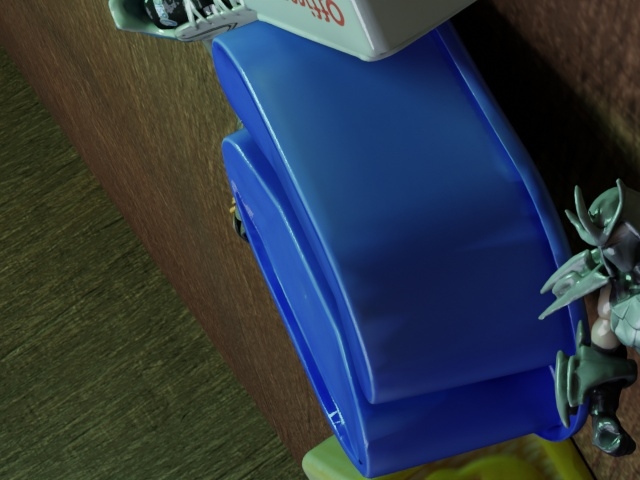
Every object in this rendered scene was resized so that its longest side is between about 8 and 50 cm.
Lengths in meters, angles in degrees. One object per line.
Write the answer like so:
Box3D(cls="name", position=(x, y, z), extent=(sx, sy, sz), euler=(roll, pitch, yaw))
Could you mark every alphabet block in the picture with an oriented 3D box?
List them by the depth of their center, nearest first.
Box3D(cls="alphabet block", position=(0.124, 0.236, 1.311), extent=(0.192, 0.193, 0.197), euler=(58, 168, -9))

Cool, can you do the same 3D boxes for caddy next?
Box3D(cls="caddy", position=(0.060, -0.016, 0.933), extent=(0.241, 0.179, 0.341), euler=(89, 159, -59))

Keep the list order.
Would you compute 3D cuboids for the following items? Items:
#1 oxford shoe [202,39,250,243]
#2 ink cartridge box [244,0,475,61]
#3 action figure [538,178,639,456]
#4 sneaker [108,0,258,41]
Box3D(cls="oxford shoe", position=(-0.034, -0.075, 1.274), extent=(0.364, 0.132, 0.130), euler=(58, 169, 12))
Box3D(cls="ink cartridge box", position=(-0.016, -0.254, 0.784), extent=(0.273, 0.114, 0.198), euler=(64, 167, -26))
Box3D(cls="action figure", position=(0.217, 0.081, 0.726), extent=(0.285, 0.099, 0.185), euler=(51, 151, -8))
Box3D(cls="sneaker", position=(-0.087, -0.202, 1.190), extent=(0.237, 0.086, 0.085), euler=(0, 121, 50))
